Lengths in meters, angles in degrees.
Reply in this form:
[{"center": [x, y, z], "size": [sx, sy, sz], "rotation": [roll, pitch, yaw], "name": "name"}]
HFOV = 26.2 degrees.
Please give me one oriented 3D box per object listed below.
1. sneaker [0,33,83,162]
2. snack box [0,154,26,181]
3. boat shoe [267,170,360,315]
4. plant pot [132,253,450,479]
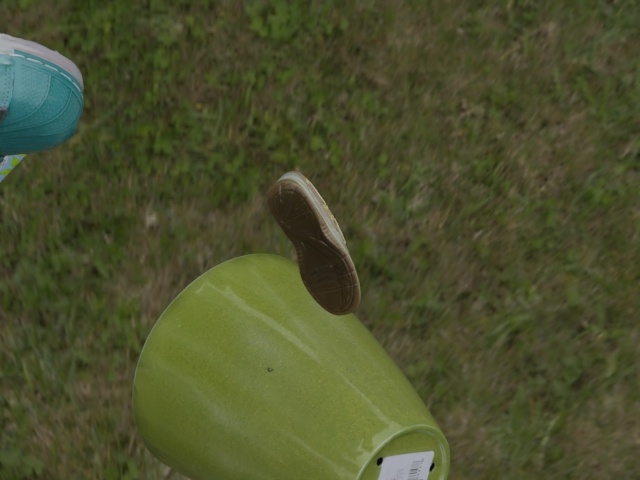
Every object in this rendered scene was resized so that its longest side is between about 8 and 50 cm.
[{"center": [-0.285, -0.047, 0.803], "size": [0.302, 0.108, 0.121], "rotation": [-5, 66, -16], "name": "sneaker"}, {"center": [-0.474, -0.178, 1.683], "size": [0.070, 0.207, 0.174], "rotation": [-42, 52, 15], "name": "snack box"}, {"center": [0.000, 0.000, 1.179], "size": [0.050, 0.045, 0.135], "rotation": [-16, 113, 19], "name": "boat shoe"}, {"center": [-0.008, 0.192, 1.476], "size": [0.275, 0.275, 0.293], "rotation": [-43, 42, -17], "name": "plant pot"}]
